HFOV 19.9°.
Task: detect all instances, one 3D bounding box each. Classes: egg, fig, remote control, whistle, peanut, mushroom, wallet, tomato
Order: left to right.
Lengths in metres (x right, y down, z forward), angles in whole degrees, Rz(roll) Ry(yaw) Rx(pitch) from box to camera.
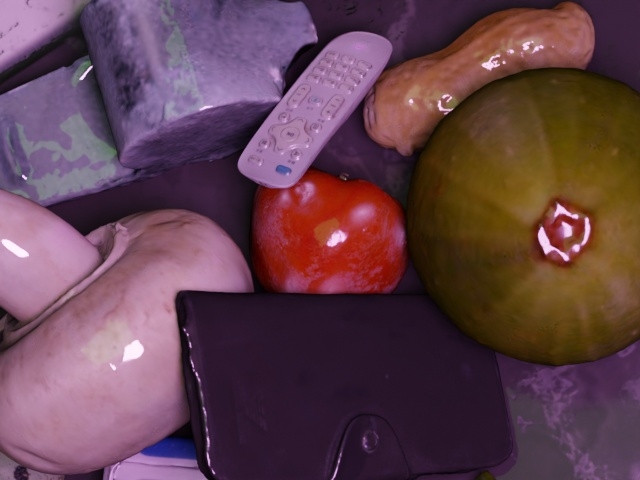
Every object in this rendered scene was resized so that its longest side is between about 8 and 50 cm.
[{"bbox_3d":[-0.319,0.228,1.927,0.110,0.085,0.085,40,87,3],"label":"egg"},{"bbox_3d":[-0.239,0.102,1.810,0.356,0.315,0.315,-5,71,-28],"label":"mushroom"},{"bbox_3d":[-0.195,-0.157,1.974,0.405,0.188,0.168,-28,74,39],"label":"whistle"},{"bbox_3d":[0.000,-0.135,1.878,0.073,0.044,0.229,21,58,24],"label":"remote control"},{"bbox_3d":[0.000,0.000,1.870,0.187,0.187,0.151,29,85,17],"label":"tomato"},{"bbox_3d":[0.024,0.142,1.764,0.051,0.377,0.197,-27,67,50],"label":"wallet"},{"bbox_3d":[0.168,-0.170,1.916,0.263,0.101,0.117,-31,87,0],"label":"peanut"},{"bbox_3d":[0.228,-0.021,1.752,0.316,0.316,0.316,-3,76,11],"label":"fig"}]

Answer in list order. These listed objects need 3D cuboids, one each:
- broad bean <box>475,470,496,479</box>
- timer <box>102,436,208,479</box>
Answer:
[{"bbox_3d":[0.191,0.327,1.812,0.061,0.046,0.195,-29,77,-8],"label":"broad bean"},{"bbox_3d":[-0.149,0.328,1.869,0.178,0.078,0.253,2,77,13],"label":"timer"}]
